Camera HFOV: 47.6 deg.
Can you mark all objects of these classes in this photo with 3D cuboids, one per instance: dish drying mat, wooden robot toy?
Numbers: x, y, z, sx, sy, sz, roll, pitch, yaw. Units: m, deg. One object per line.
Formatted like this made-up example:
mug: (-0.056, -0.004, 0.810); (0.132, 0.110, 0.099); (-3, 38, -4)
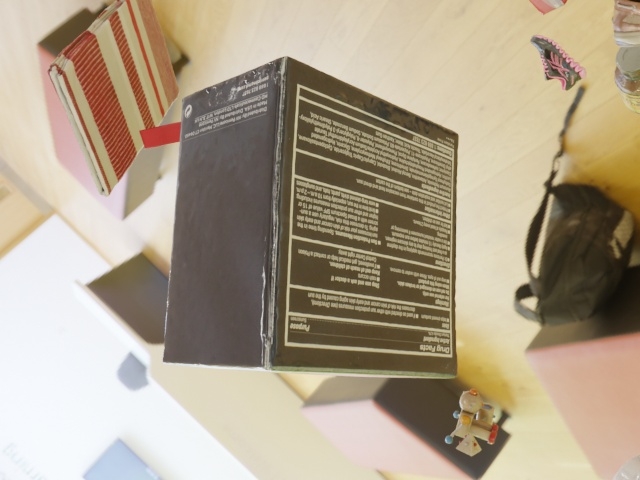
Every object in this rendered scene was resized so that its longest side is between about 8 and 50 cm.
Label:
dish drying mat: (-0.252, -0.172, 1.182); (0.083, 0.008, 0.032); (-10, 111, 12)
wooden robot toy: (0.254, 0.277, 1.183); (0.076, 0.173, 0.079); (10, 106, 16)

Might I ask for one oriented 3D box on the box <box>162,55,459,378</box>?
box: (0.000, 0.000, 0.805); (0.182, 0.294, 0.296); (-9, 164, 44)

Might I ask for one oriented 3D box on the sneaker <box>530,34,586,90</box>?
sneaker: (0.408, -0.310, 1.274); (0.119, 0.057, 0.047); (41, -167, -4)

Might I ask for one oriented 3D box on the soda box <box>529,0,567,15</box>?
soda box: (0.554, -0.728, 1.924); (0.263, 0.083, 0.092); (39, 164, -17)

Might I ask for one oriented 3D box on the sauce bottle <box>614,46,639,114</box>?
sauce bottle: (0.764, -0.391, 1.738); (0.111, 0.111, 0.344); (32, -170, 29)

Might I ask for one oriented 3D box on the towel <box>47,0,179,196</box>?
towel: (-0.337, -0.264, 1.229); (0.037, 0.329, 0.237); (2, 132, 15)

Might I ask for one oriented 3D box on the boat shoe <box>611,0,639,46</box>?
boat shoe: (0.688, -0.447, 1.383); (0.324, 0.123, 0.116); (13, 131, 59)

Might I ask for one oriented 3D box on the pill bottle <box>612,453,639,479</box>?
pill bottle: (0.644, 0.505, 1.245); (0.160, 0.160, 0.283); (56, 177, -29)
